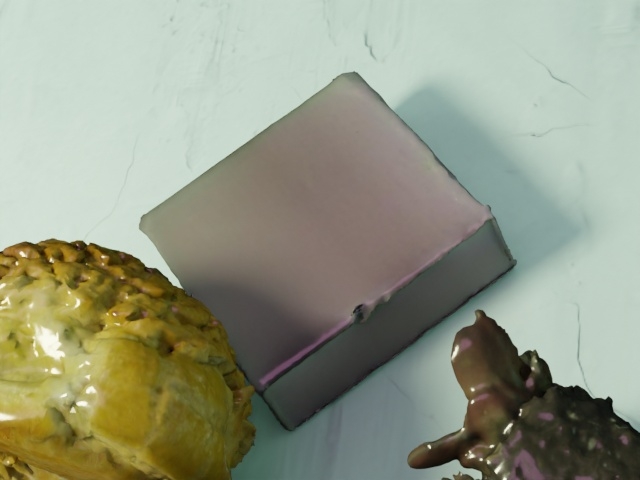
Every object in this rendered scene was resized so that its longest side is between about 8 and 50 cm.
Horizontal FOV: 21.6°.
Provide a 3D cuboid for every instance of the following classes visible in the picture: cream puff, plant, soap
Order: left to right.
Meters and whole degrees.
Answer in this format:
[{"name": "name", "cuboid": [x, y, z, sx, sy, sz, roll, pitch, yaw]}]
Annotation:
[{"name": "cream puff", "cuboid": [-0.217, 0.125, 1.571, 0.343, 0.327, 0.231, -14, 50, 52]}, {"name": "soap", "cuboid": [0.000, 0.000, 1.718, 0.296, 0.107, 0.285, -34, 52, -3]}, {"name": "plant", "cuboid": [0.186, 0.213, 1.449, 0.234, 0.204, 0.178, 37, 67, 25]}]
